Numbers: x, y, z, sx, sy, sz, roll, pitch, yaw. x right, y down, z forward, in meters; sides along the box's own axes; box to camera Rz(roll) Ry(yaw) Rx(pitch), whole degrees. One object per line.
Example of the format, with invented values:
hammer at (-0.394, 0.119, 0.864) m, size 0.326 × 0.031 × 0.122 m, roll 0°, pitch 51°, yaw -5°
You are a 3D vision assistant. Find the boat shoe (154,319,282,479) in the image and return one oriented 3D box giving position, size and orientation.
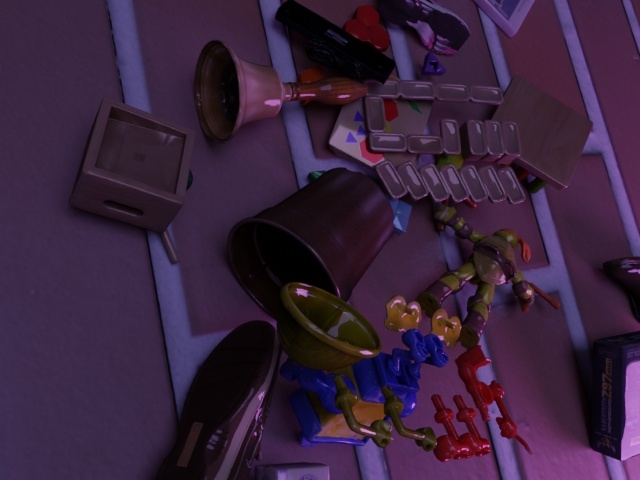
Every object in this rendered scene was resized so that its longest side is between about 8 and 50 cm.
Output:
boat shoe at (-0.106, 0.217, 0.693) m, size 0.095 × 0.095 × 0.257 m, roll 57°, pitch 49°, yaw -43°

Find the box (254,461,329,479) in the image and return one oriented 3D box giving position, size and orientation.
box at (-0.029, 0.397, 0.619) m, size 0.067 × 0.063 × 0.324 m, roll 8°, pitch 72°, yaw -27°

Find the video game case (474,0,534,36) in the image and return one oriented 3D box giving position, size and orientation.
video game case at (0.327, -0.510, 1.155) m, size 0.201 × 0.023 × 0.183 m, roll 39°, pitch 61°, yaw -12°

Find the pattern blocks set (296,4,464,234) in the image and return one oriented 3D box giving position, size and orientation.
pattern blocks set at (0.095, -0.182, 0.931) m, size 0.285 × 0.026 × 0.325 m, roll 34°, pitch 64°, yaw -10°

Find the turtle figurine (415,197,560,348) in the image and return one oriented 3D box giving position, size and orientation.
turtle figurine at (0.254, 0.054, 0.916) m, size 0.269 × 0.087 × 0.217 m, roll 47°, pitch 60°, yaw -8°

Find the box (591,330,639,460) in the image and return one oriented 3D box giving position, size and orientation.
box at (0.544, 0.242, 1.006) m, size 0.232 × 0.059 × 0.184 m, roll -4°, pitch 94°, yaw -28°

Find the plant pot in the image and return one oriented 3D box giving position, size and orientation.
plant pot at (0.000, 0.000, 0.763) m, size 0.167 × 0.167 × 0.165 m, roll 51°, pitch 53°, yaw -6°

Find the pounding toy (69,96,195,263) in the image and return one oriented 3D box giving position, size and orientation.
pounding toy at (-0.208, -0.066, 0.714) m, size 0.141 × 0.100 × 0.130 m, roll 19°, pitch 53°, yaw -25°

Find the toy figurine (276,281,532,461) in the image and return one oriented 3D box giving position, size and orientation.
toy figurine at (0.040, 0.195, 0.685) m, size 0.362 × 0.217 × 0.191 m, roll 20°, pitch 37°, yaw -45°

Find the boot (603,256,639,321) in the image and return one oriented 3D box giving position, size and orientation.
boot at (0.590, 0.098, 1.084) m, size 0.219 × 0.082 × 0.106 m, roll 16°, pitch 66°, yaw -25°

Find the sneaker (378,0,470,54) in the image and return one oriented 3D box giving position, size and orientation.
sneaker at (0.176, -0.383, 1.014) m, size 0.178 × 0.072 × 0.077 m, roll 24°, pitch 49°, yaw -29°

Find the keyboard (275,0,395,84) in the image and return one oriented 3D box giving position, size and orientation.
keyboard at (0.014, -0.282, 0.900) m, size 0.192 × 0.038 × 0.100 m, roll 31°, pitch 40°, yaw 0°

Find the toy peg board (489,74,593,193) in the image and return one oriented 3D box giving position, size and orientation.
toy peg board at (0.359, -0.171, 1.056) m, size 0.160 × 0.079 × 0.161 m, roll 32°, pitch 62°, yaw 1°

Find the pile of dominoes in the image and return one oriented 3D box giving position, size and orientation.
pile of dominoes at (0.185, -0.145, 0.934) m, size 0.251 × 0.040 × 0.196 m, roll 0°, pitch 75°, yaw -14°

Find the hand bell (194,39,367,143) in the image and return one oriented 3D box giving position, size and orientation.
hand bell at (-0.034, -0.200, 0.828) m, size 0.242 × 0.126 × 0.126 m, roll -10°, pitch 80°, yaw -35°
